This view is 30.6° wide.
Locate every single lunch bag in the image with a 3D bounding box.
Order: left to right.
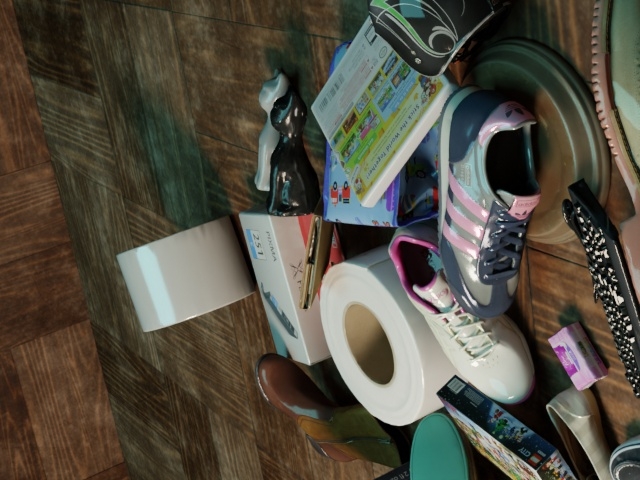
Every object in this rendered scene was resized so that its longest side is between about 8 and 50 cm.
[{"bbox_3d":[0.093,-0.175,1.705,0.221,0.138,0.293,7,105,62],"label":"lunch bag"}]

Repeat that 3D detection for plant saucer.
[{"bbox_3d":[0.261,-0.122,1.514,0.278,0.041,0.278,40,141,42],"label":"plant saucer"}]

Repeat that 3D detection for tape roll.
[{"bbox_3d":[-0.272,0.067,2.374,0.246,0.246,0.169,-17,93,62],"label":"tape roll"},{"bbox_3d":[0.116,0.150,1.895,0.286,0.100,0.286,41,142,43],"label":"tape roll"}]

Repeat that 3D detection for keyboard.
[{"bbox_3d":[0.344,0.064,1.389,0.201,0.033,0.317,-103,-10,-59],"label":"keyboard"}]

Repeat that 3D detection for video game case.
[{"bbox_3d":[0.083,-0.196,1.610,0.227,0.026,0.206,-54,45,34],"label":"video game case"}]

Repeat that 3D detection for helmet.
[{"bbox_3d":[0.141,-0.305,1.474,0.161,0.169,0.169,46,148,8],"label":"helmet"}]

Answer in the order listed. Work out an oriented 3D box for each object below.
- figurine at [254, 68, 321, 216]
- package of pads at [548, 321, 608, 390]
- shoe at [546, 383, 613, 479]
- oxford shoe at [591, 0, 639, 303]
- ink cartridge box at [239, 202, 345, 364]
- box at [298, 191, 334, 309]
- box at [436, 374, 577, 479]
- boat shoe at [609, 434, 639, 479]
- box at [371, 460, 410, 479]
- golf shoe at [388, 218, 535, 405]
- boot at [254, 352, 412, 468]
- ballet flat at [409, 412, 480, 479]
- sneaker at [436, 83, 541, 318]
[{"bbox_3d":[-0.059,-0.173,1.967,0.215,0.092,0.210,-118,26,-66],"label":"figurine"},{"bbox_3d":[0.344,0.155,1.561,0.083,0.032,0.050,61,150,15],"label":"package of pads"},{"bbox_3d":[0.367,0.304,1.589,0.076,0.058,0.219,-19,93,63],"label":"shoe"},{"bbox_3d":[0.386,-0.110,1.245,0.146,0.140,0.397,-11,95,31],"label":"oxford shoe"},{"bbox_3d":[-0.033,0.082,2.150,0.261,0.066,0.296,5,113,61],"label":"ink cartridge box"},{"bbox_3d":[0.000,0.000,1.911,0.201,0.021,0.165,-65,-17,-67],"label":"box"},{"bbox_3d":[0.278,0.302,1.677,0.233,0.044,0.159,34,164,54],"label":"box"},{"bbox_3d":[0.447,0.316,1.411,0.301,0.102,0.108,15,122,57],"label":"boat shoe"},{"bbox_3d":[0.143,0.546,1.907,0.294,0.296,0.183,52,147,28],"label":"box"},{"bbox_3d":[0.190,0.106,1.657,0.115,0.140,0.306,-38,78,16],"label":"golf shoe"},{"bbox_3d":[0.019,0.312,2.130,0.264,0.096,0.280,59,154,-11],"label":"boot"},{"bbox_3d":[0.220,0.437,1.821,0.124,0.116,0.342,43,-153,-44],"label":"ballet flat"},{"bbox_3d":[0.222,-0.031,1.483,0.131,0.112,0.319,28,134,55],"label":"sneaker"}]
